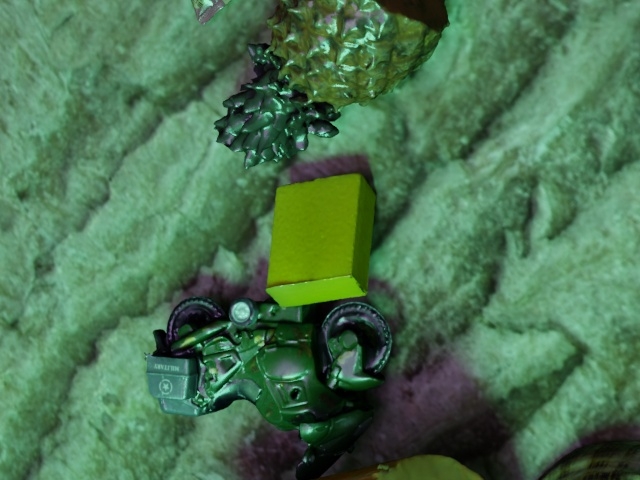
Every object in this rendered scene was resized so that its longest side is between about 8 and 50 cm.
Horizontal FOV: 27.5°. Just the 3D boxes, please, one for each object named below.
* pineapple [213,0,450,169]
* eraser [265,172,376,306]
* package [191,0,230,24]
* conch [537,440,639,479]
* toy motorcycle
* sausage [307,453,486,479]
[{"bbox_3d":[-0.006,-0.166,1.266,0.158,0.158,0.278,50,127,9],"label":"pineapple"},{"bbox_3d":[0.000,0.000,1.302,0.097,0.045,0.122,-8,56,23],"label":"eraser"},{"bbox_3d":[-0.121,-0.275,1.359,0.059,0.029,0.083,-33,73,32],"label":"package"},{"bbox_3d":[0.277,0.304,1.198,0.291,0.159,0.210,-11,95,27],"label":"conch"},{"bbox_3d":[-0.055,0.150,1.350,0.275,0.125,0.187,3,90,26],"label":"toy motorcycle"},{"bbox_3d":[0.015,0.338,1.246,0.287,0.233,0.233,-23,88,44],"label":"sausage"}]
